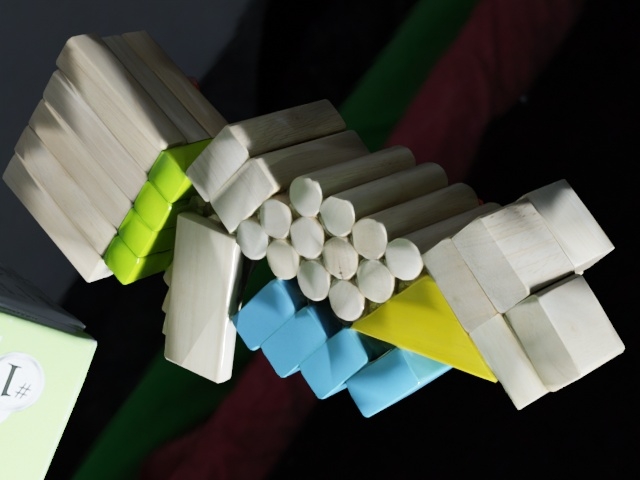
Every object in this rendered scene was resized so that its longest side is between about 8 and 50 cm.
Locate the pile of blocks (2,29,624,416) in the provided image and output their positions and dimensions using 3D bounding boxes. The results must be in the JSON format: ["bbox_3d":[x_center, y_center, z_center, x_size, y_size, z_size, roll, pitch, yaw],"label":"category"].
[{"bbox_3d":[0.000,0.000,0.807,0.362,0.149,0.112,25,-153,31],"label":"pile of blocks"}]

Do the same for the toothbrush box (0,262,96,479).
[{"bbox_3d":[-0.198,0.123,0.494,0.206,0.122,0.283,22,-88,66],"label":"toothbrush box"}]
